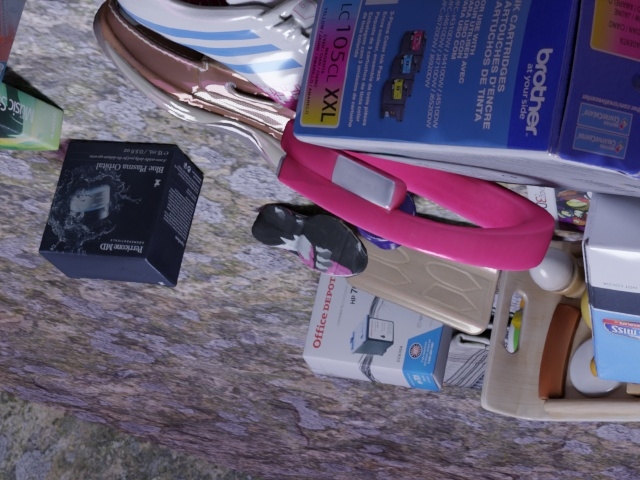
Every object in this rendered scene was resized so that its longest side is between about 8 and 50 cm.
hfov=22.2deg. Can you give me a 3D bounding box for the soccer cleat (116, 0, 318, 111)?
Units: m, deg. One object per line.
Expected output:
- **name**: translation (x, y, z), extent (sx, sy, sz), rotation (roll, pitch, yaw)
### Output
- **soccer cleat**: translation (-0.035, -0.201, 1.519), extent (0.331, 0.116, 0.143), rotation (20, 160, -19)

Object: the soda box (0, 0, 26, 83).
- **soda box**: translation (-0.312, -0.226, 1.521), extent (0.058, 0.183, 0.063), rotation (26, 155, -32)

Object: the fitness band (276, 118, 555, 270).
- **fitness band**: translation (0.084, -0.044, 1.515), extent (0.209, 0.054, 0.291), rotation (7, -163, -41)

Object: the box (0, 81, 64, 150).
- **box**: translation (-0.479, -0.165, 1.877), extent (0.232, 0.058, 0.322), rotation (3, 172, 25)

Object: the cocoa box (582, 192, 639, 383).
- **cocoa box**: translation (0.441, 0.002, 1.547), extent (0.347, 0.231, 0.228), rotation (5, 144, 17)

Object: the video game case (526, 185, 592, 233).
- **video game case**: translation (0.343, -0.054, 1.797), extent (0.232, 0.042, 0.210), rotation (8, 161, 13)

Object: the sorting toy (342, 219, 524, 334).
- **sorting toy**: translation (0.174, 0.050, 2.124), extent (0.307, 0.041, 0.229), rotation (22, 158, 10)

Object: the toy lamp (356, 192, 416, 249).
- **toy lamp**: translation (0.067, -0.062, 1.896), extent (0.080, 0.080, 0.275), rotation (8, 158, 12)

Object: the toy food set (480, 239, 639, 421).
- **toy food set**: translation (0.321, 0.082, 1.794), extent (0.306, 0.220, 0.092), rotation (-6, 156, 45)

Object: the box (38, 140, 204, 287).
- **box**: translation (-0.248, -0.034, 2.039), extent (0.156, 0.158, 0.093), rotation (4, 158, 22)

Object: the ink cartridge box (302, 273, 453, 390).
- **ink cartridge box**: translation (0.085, 0.124, 2.290), extent (0.190, 0.140, 0.082), rotation (7, 161, 16)

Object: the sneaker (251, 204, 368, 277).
- **sneaker**: translation (0.000, 0.000, 2.105), extent (0.178, 0.072, 0.077), rotation (28, -175, 39)

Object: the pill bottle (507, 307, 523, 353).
- **pill bottle**: translation (0.373, 0.127, 2.129), extent (0.136, 0.136, 0.245), rotation (25, 157, -30)

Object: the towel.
- **towel**: translation (0.323, 0.196, 2.467), extent (0.312, 0.056, 0.324), rotation (16, 159, -8)

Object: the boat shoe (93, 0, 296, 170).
- **boat shoe**: translation (-0.074, -0.171, 1.663), extent (0.324, 0.123, 0.116), rotation (28, 123, -16)

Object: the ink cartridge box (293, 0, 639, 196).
- **ink cartridge box**: translation (0.205, -0.121, 1.342), extent (0.270, 0.151, 0.395), rotation (9, -178, -36)
